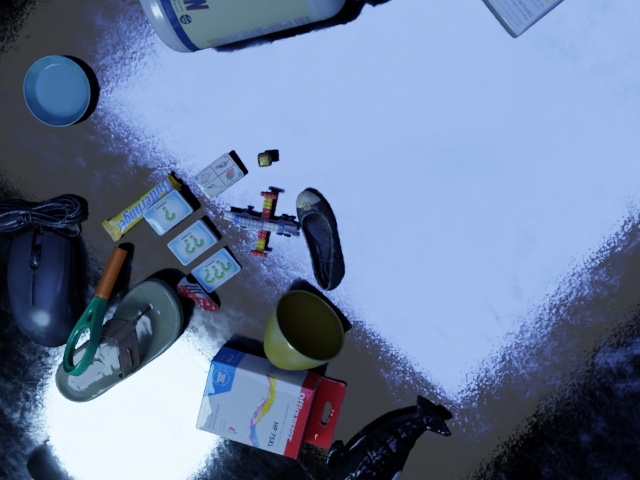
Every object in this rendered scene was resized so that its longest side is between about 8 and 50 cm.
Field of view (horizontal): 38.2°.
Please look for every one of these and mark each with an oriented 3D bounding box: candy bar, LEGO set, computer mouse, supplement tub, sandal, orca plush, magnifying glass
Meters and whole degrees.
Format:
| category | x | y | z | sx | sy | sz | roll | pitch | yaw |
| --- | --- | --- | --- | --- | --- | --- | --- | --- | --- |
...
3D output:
| category | x | y | z | sx | sy | sz | roll | pitch | yaw |
| --- | --- | --- | --- | --- | --- | --- | --- | --- | --- |
| candy bar | -0.305 | -0.059 | 1.586 | 0.161 | 0.018 | 0.040 | -35 | 94 | 15 |
| LEGO set | -0.153 | -0.038 | 1.542 | 0.244 | 0.060 | 0.182 | -35 | 101 | 14 |
| computer mouse | -0.497 | 0.064 | 1.615 | 0.189 | 0.072 | 0.272 | -4 | 101 | 9 |
| supplement tub | -0.096 | -0.424 | 1.364 | 0.325 | 0.235 | 0.235 | -12 | 99 | 12 |
| sandal | -0.352 | 0.190 | 1.609 | 0.303 | 0.086 | 0.120 | -44 | 91 | 15 |
| orca plush | 0.100 | 0.401 | 1.572 | 0.287 | 0.102 | 0.151 | -35 | 94 | 14 |
| magnifying glass | -0.385 | 0.122 | 1.588 | 0.026 | 0.092 | 0.230 | 24 | 81 | -34 |

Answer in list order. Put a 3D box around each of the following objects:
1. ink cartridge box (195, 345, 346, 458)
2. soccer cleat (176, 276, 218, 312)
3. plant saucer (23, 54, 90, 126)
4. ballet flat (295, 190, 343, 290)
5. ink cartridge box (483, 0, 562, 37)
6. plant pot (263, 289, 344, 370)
| category | x | y | z | sx | sy | sz | roll | pitch | yaw |
| --- | --- | --- | --- | --- | --- | --- | --- | --- | --- |
| ink cartridge box | -0.084 | 0.284 | 1.590 | 0.231 | 0.078 | 0.134 | 15 | 104 | 5 |
| soccer cleat | -0.210 | 0.094 | 1.598 | 0.083 | 0.035 | 0.029 | 32 | 134 | -18 |
| plant saucer | -0.443 | -0.253 | 1.566 | 0.119 | 0.021 | 0.119 | 2 | 101 | 9 |
| ballet flat | 0.000 | 0.000 | 1.532 | 0.058 | 0.049 | 0.173 | -16 | 98 | 15 |
| ink cartridge box | 0.327 | -0.427 | 1.370 | 0.212 | 0.093 | 0.154 | -38 | 93 | 13 |
| plant pot | -0.042 | 0.163 | 1.544 | 0.134 | 0.134 | 0.095 | 44 | 129 | -2 |
